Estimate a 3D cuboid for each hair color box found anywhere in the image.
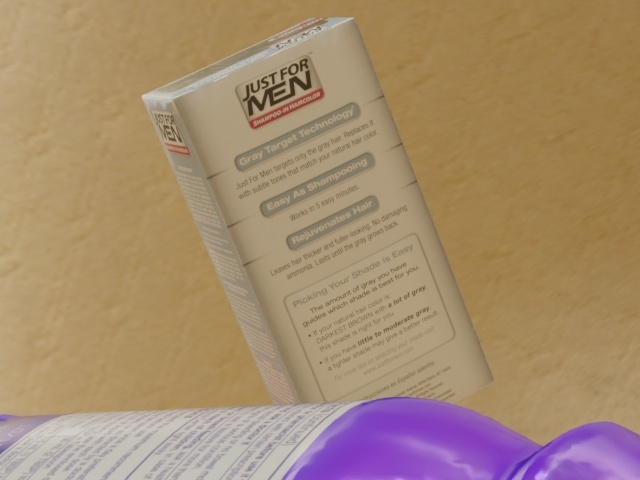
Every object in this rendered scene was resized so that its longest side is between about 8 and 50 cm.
[{"bbox_3d":[0.000,0.000,1.521,0.185,0.113,0.374,-26,105,-16],"label":"hair color box"}]

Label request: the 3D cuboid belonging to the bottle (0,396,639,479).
[{"bbox_3d":[0.001,0.090,0.375,0.283,0.118,0.092,-7,115,32],"label":"bottle"}]
